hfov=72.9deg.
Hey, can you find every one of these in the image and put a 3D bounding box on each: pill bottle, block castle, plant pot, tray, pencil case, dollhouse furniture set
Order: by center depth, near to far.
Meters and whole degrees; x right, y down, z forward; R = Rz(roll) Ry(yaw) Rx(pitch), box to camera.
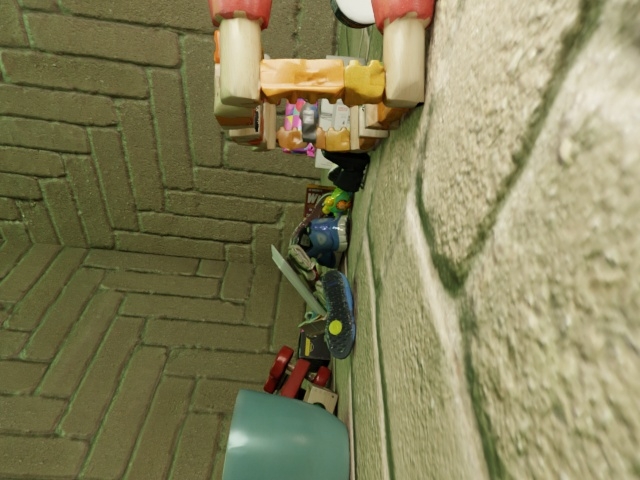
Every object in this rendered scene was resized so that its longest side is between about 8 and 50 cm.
[{"bbox_3d":[-0.012,-0.288,0.744,0.453,0.304,0.212,-140,49,-86],"label":"block castle"},{"bbox_3d":[-0.067,0.468,0.894,0.293,0.236,0.292,-174,90,-87],"label":"plant pot"},{"bbox_3d":[0.086,-0.513,0.899,0.245,0.131,0.130,-91,7,-66],"label":"pill bottle"},{"bbox_3d":[0.014,0.210,1.065,0.151,0.076,0.058,50,-153,-41],"label":"dollhouse furniture set"},{"bbox_3d":[-0.051,-0.358,1.262,0.104,0.105,0.235,-155,68,-87],"label":"pencil case"},{"bbox_3d":[-0.072,0.137,1.383,0.270,0.030,0.145,54,174,-27],"label":"tray"}]

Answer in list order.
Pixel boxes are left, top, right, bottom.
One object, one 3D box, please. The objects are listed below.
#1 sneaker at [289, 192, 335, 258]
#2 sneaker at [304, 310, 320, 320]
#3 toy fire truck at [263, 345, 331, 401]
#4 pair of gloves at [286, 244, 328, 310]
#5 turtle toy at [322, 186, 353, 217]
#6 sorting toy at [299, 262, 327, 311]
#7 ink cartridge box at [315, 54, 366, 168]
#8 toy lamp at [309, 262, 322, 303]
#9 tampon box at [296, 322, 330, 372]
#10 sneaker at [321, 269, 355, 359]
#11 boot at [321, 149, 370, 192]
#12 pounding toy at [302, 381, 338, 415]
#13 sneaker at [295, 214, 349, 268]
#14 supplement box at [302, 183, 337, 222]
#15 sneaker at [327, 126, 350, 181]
[{"bbox_3d":[-0.010,-0.046,1.464,0.281,0.107,0.162,-61,11,-5],"label":"sneaker"},{"bbox_3d":[-0.030,0.375,1.734,0.237,0.086,0.085,-92,10,-59],"label":"sneaker"},{"bbox_3d":[-0.108,0.491,1.316,0.253,0.170,0.302,-57,-9,-42],"label":"toy fire truck"},{"bbox_3d":[-0.016,0.113,1.257,0.240,0.042,0.204,51,167,6],"label":"pair of gloves"},{"bbox_3d":[0.055,-0.109,1.248,0.095,0.066,0.130,-57,-7,-22],"label":"turtle toy"},{"bbox_3d":[-0.020,0.124,1.438,0.132,0.046,0.274,41,160,33],"label":"sorting toy"},{"bbox_3d":[0.056,-0.378,1.282,0.207,0.117,0.282,-89,5,-55],"label":"ink cartridge box"},{"bbox_3d":[-0.012,0.150,1.896,0.080,0.080,0.274,-115,32,-84],"label":"toy lamp"},{"bbox_3d":[-0.024,0.371,1.478,0.161,0.102,0.120,101,173,-56],"label":"tampon box"},{"bbox_3d":[0.052,0.170,0.990,0.082,0.069,0.209,44,-147,-52],"label":"sneaker"},{"bbox_3d":[0.052,-0.166,1.014,0.099,0.121,0.045,108,171,-46],"label":"boot"},{"bbox_3d":[0.002,0.453,1.121,0.141,0.101,0.129,117,173,-76],"label":"pounding toy"},{"bbox_3d":[0.000,0.000,1.334,0.330,0.147,0.129,100,175,-71],"label":"sneaker"},{"bbox_3d":[-0.004,-0.085,1.703,0.194,0.129,0.191,100,175,-54],"label":"supplement box"},{"bbox_3d":[0.076,-0.216,1.110,0.208,0.082,0.094,117,167,-63],"label":"sneaker"}]
